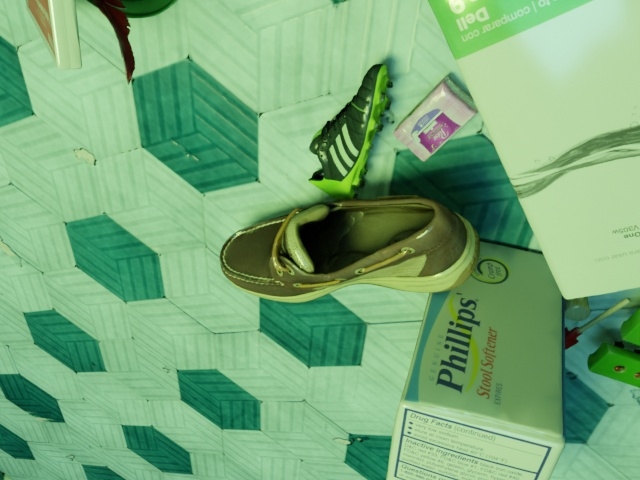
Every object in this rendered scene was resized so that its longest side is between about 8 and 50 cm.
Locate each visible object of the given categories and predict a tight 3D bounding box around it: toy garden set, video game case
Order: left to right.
[{"bbox_3d":[-0.266,-0.330,0.519,0.204,0.025,0.285,48,140,42],"label":"video game case"},{"bbox_3d":[0.367,0.062,0.626,0.204,0.049,0.244,18,133,-1],"label":"toy garden set"}]

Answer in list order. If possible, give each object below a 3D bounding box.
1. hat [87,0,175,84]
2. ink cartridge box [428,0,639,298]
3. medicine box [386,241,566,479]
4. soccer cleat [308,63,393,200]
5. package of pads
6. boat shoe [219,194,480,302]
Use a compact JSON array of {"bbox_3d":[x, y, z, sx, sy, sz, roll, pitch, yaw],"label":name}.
[{"bbox_3d":[-0.237,-0.276,0.540,0.209,0.183,0.173,11,129,16],"label":"hat"},{"bbox_3d":[0.203,-0.130,0.445,0.122,0.211,0.289,-17,117,32],"label":"ink cartridge box"},{"bbox_3d":[0.178,0.192,0.671,0.149,0.263,0.289,12,130,14],"label":"medicine box"},{"bbox_3d":[0.028,-0.118,0.633,0.072,0.060,0.179,23,134,7],"label":"soccer cleat"},{"bbox_3d":[0.123,-0.128,0.600,0.050,0.032,0.083,40,131,-7],"label":"package of pads"},{"bbox_3d":[0.000,0.000,0.654,0.342,0.123,0.123,-1,157,35],"label":"boat shoe"}]
